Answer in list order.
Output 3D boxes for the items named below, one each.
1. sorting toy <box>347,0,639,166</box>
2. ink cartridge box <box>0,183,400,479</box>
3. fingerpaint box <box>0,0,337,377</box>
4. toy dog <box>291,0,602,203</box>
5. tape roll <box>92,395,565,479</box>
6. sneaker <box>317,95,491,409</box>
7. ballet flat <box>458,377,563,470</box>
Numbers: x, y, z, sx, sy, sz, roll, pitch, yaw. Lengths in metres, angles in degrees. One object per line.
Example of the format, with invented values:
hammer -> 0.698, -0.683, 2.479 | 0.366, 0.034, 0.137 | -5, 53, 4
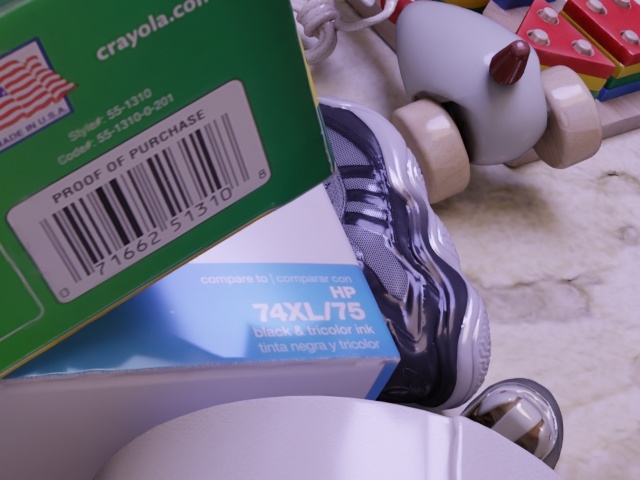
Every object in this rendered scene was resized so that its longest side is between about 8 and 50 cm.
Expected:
sorting toy -> 0.201, -0.212, 1.121 | 0.255, 0.089, 0.257 | -18, 58, -39
ink cartridge box -> -0.120, 0.021, 0.628 | 0.197, 0.198, 0.270 | 0, 48, -27
fingerpaint box -> -0.283, -0.072, 0.463 | 0.444, 0.163, 0.371 | -31, 54, -12
toy dog -> 0.096, -0.187, 0.937 | 0.220, 0.161, 0.333 | -39, 70, -21
tape roll -> 0.001, 0.204, 0.470 | 0.246, 0.246, 0.169 | 19, 41, -10
sneaker -> 0.000, 0.000, 0.785 | 0.153, 0.101, 0.269 | -3, 51, -33
ballet flat -> 0.109, 0.136, 0.729 | 0.072, 0.068, 0.213 | 45, 43, 14
